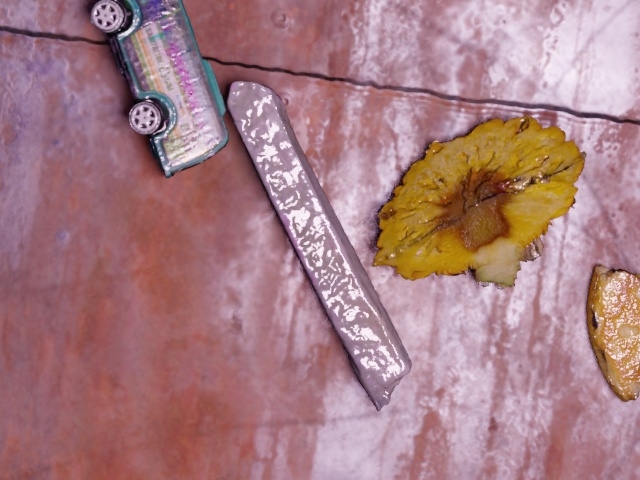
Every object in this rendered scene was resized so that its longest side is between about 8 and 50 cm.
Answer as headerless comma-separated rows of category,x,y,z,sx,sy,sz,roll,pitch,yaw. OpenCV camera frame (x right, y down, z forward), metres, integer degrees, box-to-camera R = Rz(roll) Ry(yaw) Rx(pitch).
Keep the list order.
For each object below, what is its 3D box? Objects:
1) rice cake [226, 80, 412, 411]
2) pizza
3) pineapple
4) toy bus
rice cake,0.000,-0.001,1.492,0.064,0.070,0.399,-26,94,1
pizza,0.355,0.100,1.512,0.099,0.036,0.160,-12,95,2
pineapple,0.189,-0.040,1.484,0.250,0.140,0.164,-34,135,18
toy bus,-0.182,-0.203,1.472,0.109,0.091,0.261,-20,95,-5
